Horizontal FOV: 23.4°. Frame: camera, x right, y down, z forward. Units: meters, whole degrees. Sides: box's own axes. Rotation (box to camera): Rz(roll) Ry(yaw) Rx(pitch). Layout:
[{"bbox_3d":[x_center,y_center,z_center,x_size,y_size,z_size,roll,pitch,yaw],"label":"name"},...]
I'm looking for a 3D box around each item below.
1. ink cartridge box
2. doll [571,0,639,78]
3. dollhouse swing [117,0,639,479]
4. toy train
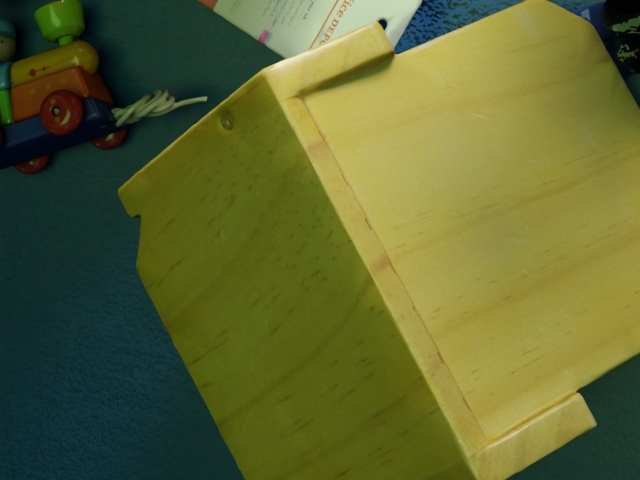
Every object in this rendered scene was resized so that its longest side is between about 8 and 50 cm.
[{"bbox_3d":[-0.009,-0.220,1.370,0.198,0.067,0.115,35,107,12],"label":"ink cartridge box"},{"bbox_3d":[0.267,-0.171,1.297,0.189,0.046,0.129,-24,89,22],"label":"doll"},{"bbox_3d":[0.086,0.015,1.272,0.315,0.305,0.347,-33,84,45],"label":"dollhouse swing"},{"bbox_3d":[-0.226,-0.161,1.439,0.248,0.105,0.143,-16,79,19],"label":"toy train"}]
